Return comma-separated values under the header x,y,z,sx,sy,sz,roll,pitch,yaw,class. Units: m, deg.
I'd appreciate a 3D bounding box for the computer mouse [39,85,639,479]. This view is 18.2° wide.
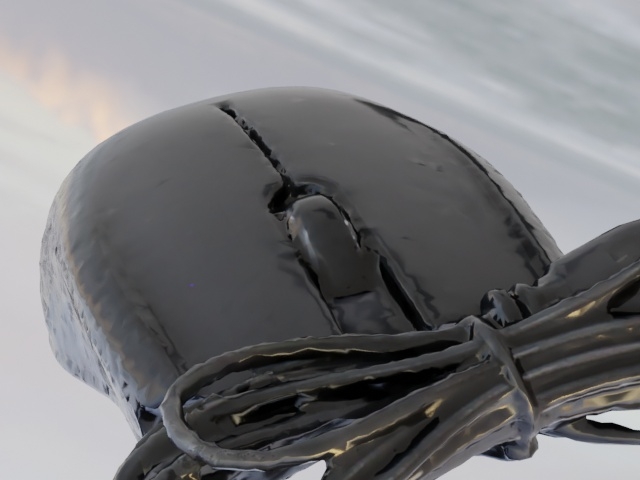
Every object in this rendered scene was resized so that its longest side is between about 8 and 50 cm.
x,y,z,sx,sy,sz,roll,pitch,yaw,class
0.000,0.000,0.521,0.188,0.072,0.272,-18,-166,-18,computer mouse
